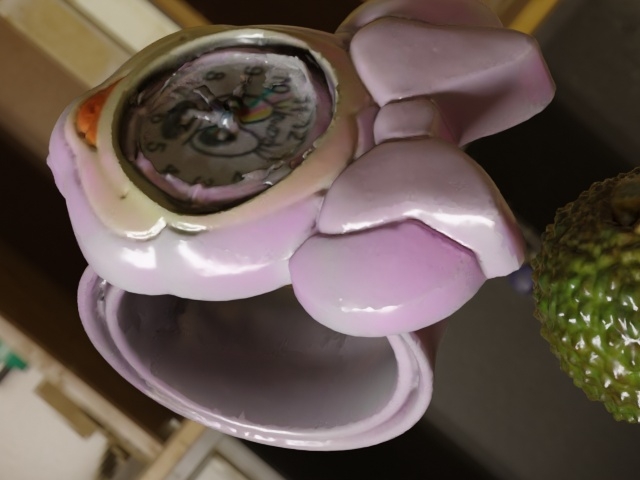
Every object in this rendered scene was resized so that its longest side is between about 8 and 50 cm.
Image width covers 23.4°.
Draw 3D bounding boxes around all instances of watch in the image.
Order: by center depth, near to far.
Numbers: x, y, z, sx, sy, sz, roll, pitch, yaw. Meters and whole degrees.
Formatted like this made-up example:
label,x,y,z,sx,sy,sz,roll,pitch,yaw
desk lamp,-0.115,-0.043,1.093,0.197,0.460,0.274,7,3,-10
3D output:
label,x,y,z,sx,sy,sz,roll,pitch,yaw
watch,0.000,0.000,0.801,0.248,0.211,0.217,4,142,17

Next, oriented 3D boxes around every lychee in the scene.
label,x,y,z,sx,sy,sz,roll,pitch,yaw
lychee,0.205,0.040,0.908,0.171,0.171,0.171,39,-179,-1
